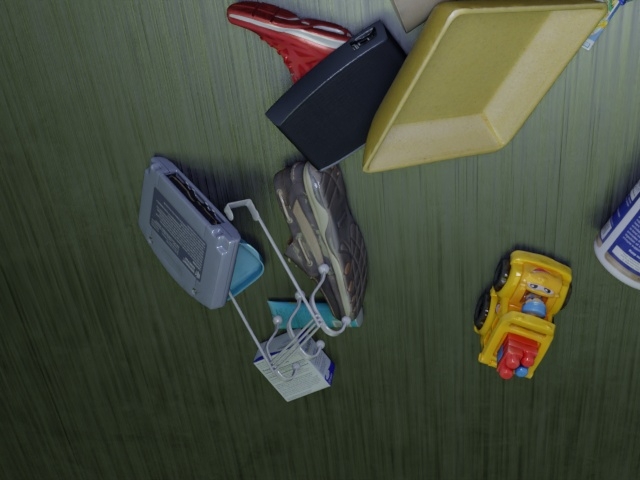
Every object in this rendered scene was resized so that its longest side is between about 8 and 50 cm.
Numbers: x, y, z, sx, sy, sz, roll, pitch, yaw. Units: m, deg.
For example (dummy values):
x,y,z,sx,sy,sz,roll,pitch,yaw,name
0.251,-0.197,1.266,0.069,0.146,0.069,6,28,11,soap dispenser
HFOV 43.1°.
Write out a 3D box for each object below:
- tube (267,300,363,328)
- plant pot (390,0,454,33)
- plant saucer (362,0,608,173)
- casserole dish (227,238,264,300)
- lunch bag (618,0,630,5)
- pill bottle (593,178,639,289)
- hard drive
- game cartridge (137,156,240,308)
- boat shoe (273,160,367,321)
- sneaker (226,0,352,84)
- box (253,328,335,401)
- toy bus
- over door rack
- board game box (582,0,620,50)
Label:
x,y,z,sx,sy,sz,roll,pitch,yaw,name
-0.013,0.163,1.761,0.207,0.052,0.080,-2,118,20,tube
0.198,-0.478,1.178,0.274,0.256,0.256,-23,117,9,plant pot
0.238,-0.262,1.283,0.333,0.081,0.332,-12,149,-33,plant saucer
-0.199,0.058,1.735,0.114,0.037,0.188,42,123,-16,casserole dish
0.474,-0.450,1.193,0.129,0.096,0.151,-27,87,9,lunch bag
0.610,-0.049,1.409,0.153,0.153,0.264,24,126,-4,pill bottle
0.051,-0.240,1.406,0.255,0.054,0.172,-37,124,11,hard drive
-0.265,-0.009,1.598,0.294,0.060,0.196,44,130,32,game cartridge
0.000,0.000,1.611,0.130,0.132,0.355,-3,115,26,boat shoe
-0.064,-0.329,1.413,0.221,0.087,0.128,17,124,2,sneaker
-0.058,0.280,1.832,0.126,0.072,0.137,-25,116,26,box
0.391,0.162,1.569,0.150,0.211,0.220,19,124,1,toy bus
-0.096,0.093,1.596,0.324,0.108,0.239,50,137,10,over door rack
0.378,-0.409,1.289,0.201,0.035,0.136,24,125,-5,board game box
